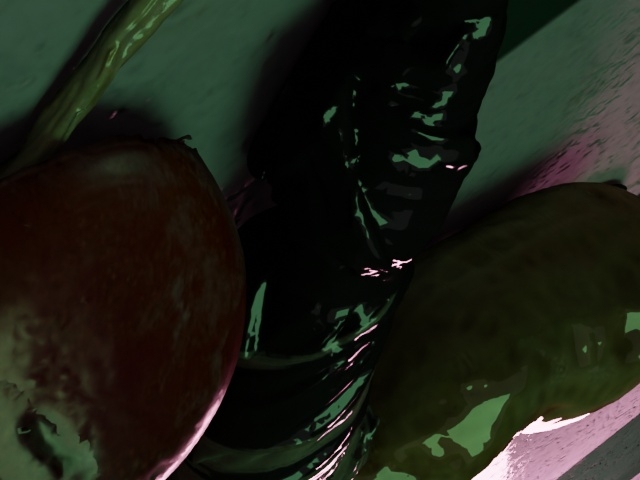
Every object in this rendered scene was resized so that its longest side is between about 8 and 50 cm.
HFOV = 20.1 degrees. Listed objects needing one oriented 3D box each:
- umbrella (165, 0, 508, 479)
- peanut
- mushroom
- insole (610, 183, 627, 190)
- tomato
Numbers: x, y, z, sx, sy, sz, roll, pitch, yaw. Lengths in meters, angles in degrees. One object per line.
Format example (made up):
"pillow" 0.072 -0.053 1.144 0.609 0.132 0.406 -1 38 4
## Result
"umbrella" 0.001 -0.004 0.762 0.113 0.106 0.358 -35 155 -41
"peanut" 0.096 0.059 0.985 0.253 0.122 0.137 -25 130 -30
"mushroom" -0.021 -0.111 0.568 0.028 0.026 0.286 15 126 -47
"insole" 0.057 0.052 1.081 0.348 0.009 0.119 -31 157 -23
"tomato" -0.091 0.051 0.660 0.173 0.099 0.189 -32 167 -20
